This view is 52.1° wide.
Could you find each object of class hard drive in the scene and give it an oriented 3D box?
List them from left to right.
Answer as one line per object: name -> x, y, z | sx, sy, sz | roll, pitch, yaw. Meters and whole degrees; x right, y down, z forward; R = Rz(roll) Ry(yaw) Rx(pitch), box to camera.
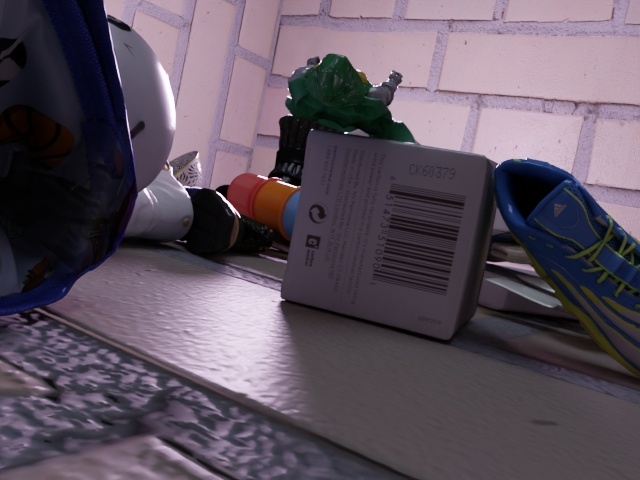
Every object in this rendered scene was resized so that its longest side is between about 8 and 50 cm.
hard drive -> 0.325, 0.075, 0.972 | 0.353, 0.047, 0.233 | 10, 4, -28

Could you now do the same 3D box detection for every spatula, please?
spatula -> 0.331, 0.079, 0.747 | 0.242, 0.019, 0.168 | 25, 16, 35

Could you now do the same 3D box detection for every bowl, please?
bowl -> -0.324, -0.122, 1.464 | 0.080, 0.170, 0.170 | 58, -17, -22

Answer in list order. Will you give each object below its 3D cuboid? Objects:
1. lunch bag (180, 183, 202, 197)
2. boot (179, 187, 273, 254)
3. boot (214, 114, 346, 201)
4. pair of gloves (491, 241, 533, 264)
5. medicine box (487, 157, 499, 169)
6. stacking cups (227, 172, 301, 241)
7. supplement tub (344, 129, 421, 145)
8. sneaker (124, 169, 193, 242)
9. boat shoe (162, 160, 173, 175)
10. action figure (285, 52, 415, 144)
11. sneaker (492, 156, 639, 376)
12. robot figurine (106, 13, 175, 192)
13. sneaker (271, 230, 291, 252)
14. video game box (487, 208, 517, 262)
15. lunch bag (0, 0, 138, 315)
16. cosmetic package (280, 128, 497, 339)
lunch bag -> -0.255, -0.068, 1.159 | 0.065, 0.067, 0.098 | 13, 4, 23
boot -> -0.099, -0.013, 0.814 | 0.137, 0.076, 0.198 | 16, 2, -29
boot -> -0.087, -0.147, 1.389 | 0.131, 0.260, 0.348 | 15, 4, 38
pair of gloves -> 0.328, 0.042, 0.748 | 0.204, 0.042, 0.240 | 3, 9, -12
medicine box -> 0.265, -0.089, 1.616 | 0.289, 0.263, 0.149 | 13, 4, 29
stacking cups -> -0.007, -0.020, 0.875 | 0.316, 0.095, 0.096 | 18, 7, 41
supplement tub -> 0.108, -0.086, 1.241 | 0.241, 0.240, 0.331 | 12, 4, 10
sneaker -> -0.287, -0.063, 0.783 | 0.293, 0.108, 0.169 | 25, 8, 29
boat shoe -> -0.423, -0.172, 1.177 | 0.187, 0.155, 0.500 | -31, 29, -27
action figure -> 0.021, -0.118, 0.549 | 0.137, 0.063, 0.232 | 13, 7, 4
sneaker -> 0.215, 0.021, 0.522 | 0.126, 0.091, 0.240 | 19, 27, -54
robot figurine -> -0.270, -0.107, 0.579 | 0.278, 0.209, 0.173 | -6, -4, 11
sneaker -> 0.000, 0.000, 0.995 | 0.212, 0.080, 0.094 | 4, 16, -8
video game box -> 0.240, -0.008, 0.907 | 0.205, 0.048, 0.187 | 9, -9, -31
lunch bag -> -0.287, -0.093, 0.255 | 0.328, 0.238, 0.385 | 12, -13, 10
cosmetic package -> 0.075, -0.008, 0.610 | 0.152, 0.151, 0.184 | 12, 3, 19
